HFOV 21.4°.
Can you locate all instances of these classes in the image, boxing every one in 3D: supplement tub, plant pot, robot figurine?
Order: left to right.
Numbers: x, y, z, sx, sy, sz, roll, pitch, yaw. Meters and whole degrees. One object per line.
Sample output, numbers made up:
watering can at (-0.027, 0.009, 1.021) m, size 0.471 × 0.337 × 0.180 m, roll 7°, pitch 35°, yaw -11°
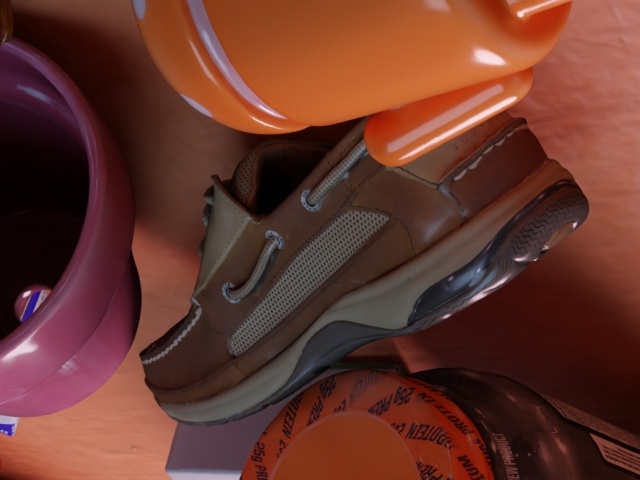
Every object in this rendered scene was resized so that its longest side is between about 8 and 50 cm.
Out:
plant pot at (-0.183, 0.011, 0.905) m, size 0.201 × 0.201 × 0.180 m, roll 6°, pitch 160°, yaw 14°
robot figurine at (0.015, -0.112, 0.683) m, size 0.219 × 0.128 × 0.158 m, roll -12°, pitch 160°, yaw 35°
supplement tub at (0.120, 0.196, 0.964) m, size 0.207 × 0.207 × 0.338 m, roll -19°, pitch 148°, yaw 40°

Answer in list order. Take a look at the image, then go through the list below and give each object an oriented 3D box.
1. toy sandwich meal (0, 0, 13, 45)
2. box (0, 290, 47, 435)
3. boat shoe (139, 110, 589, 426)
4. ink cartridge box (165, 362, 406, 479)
toy sandwich meal at (-0.191, -0.115, 0.833) m, size 0.085 × 0.029 × 0.085 m, roll 11°, pitch 111°, yaw 29°
box at (-0.244, 0.052, 1.079) m, size 0.126 × 0.072 × 0.137 m, roll 15°, pitch 146°, yaw -1°
boat shoe at (0.000, 0.000, 0.887) m, size 0.324 × 0.122 × 0.120 m, roll -31°, pitch 94°, yaw 47°
ink cartridge box at (0.013, 0.171, 1.137) m, size 0.153 × 0.087 × 0.208 m, roll -3°, pitch 143°, yaw 26°
